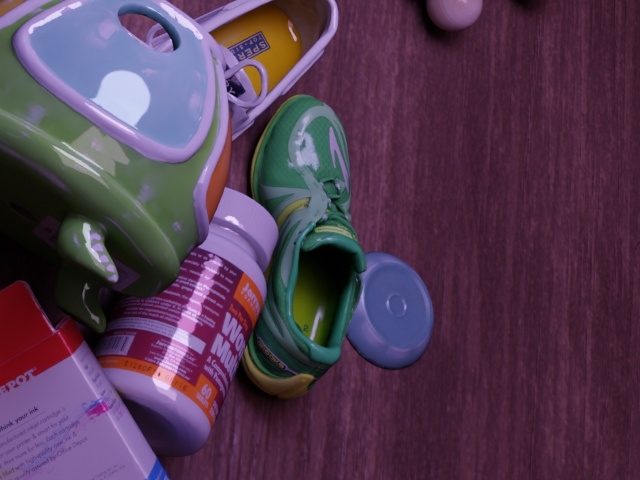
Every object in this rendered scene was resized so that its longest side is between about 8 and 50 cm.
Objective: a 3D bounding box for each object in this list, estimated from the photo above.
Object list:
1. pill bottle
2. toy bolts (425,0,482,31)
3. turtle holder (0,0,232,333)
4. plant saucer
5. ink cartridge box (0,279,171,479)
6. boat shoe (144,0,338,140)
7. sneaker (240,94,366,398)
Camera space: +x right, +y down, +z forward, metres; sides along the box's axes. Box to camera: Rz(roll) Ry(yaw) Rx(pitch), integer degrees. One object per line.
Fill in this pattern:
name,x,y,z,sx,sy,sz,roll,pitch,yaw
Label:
pill bottle,-0.118,0.066,1.654,0.121,0.121,0.221,37,56,-22
toy bolts,0.190,-0.319,1.996,0.228,0.218,0.158,-23,95,-22
turtle holder,-0.218,-0.099,1.525,0.320,0.243,0.227,26,71,19
plant saucer,0.070,0.065,1.864,0.119,0.021,0.119,14,66,-34
ink cartridge box,-0.225,0.155,1.524,0.134,0.078,0.231,-30,95,4
boat shoe,-0.109,-0.133,1.706,0.367,0.156,0.136,-34,95,-37
sneaker,0.000,0.000,1.767,0.109,0.123,0.295,17,63,-32
